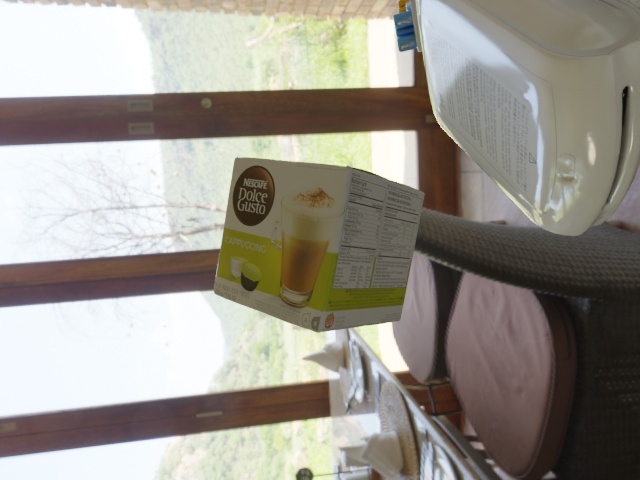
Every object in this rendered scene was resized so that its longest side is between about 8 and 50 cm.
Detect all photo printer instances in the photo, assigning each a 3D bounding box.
[{"bbox_3d":[0.228,-0.168,0.542,0.308,0.107,0.256,64,-179,42],"label":"photo printer"}]

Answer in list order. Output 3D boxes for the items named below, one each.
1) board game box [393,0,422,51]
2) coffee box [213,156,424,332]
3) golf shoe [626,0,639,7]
[{"bbox_3d":[0.155,-0.621,0.998,0.390,0.050,0.390,-72,-31,-57],"label":"board game box"},{"bbox_3d":[0.000,0.000,1.143,0.337,0.338,0.335,12,94,38],"label":"coffee box"},{"bbox_3d":[0.627,-0.509,1.042,0.306,0.140,0.115,-52,-11,-30],"label":"golf shoe"}]
